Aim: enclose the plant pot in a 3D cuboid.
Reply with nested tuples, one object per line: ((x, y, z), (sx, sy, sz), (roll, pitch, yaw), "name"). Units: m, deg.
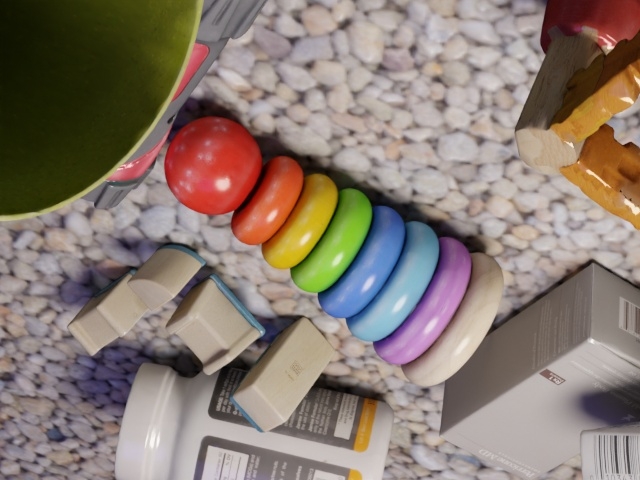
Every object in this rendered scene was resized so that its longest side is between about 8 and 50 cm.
((-0.276, -0.194, 1.156), (0.293, 0.275, 0.275), (27, 151, 34), "plant pot")

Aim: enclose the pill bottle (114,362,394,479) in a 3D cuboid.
((-0.069, 0.223, 1.821), (0.278, 0.162, 0.162), (13, 141, 3), "pill bottle")

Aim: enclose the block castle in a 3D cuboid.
((0.404, -0.082, 1.285), (0.453, 0.213, 0.303), (34, 149, -14), "block castle")

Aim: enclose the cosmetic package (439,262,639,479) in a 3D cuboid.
((0.235, 0.134, 1.670), (0.127, 0.107, 0.238), (27, 136, -20), "cosmetic package")

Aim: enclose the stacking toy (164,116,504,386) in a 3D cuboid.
((0.000, 0.000, 1.566), (0.330, 0.141, 0.141), (31, 138, -13), "stacking toy")

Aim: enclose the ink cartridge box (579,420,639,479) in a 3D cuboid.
((0.464, 0.181, 1.544), (0.330, 0.071, 0.324), (-5, 178, -42), "ink cartridge box")

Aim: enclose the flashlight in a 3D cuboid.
((-0.146, -0.144, 1.451), (0.103, 0.103, 0.304), (23, 142, -16), "flashlight")

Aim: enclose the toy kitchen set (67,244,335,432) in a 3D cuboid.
((-0.125, 0.103, 1.759), (0.207, 0.122, 0.166), (49, 133, -9), "toy kitchen set")
